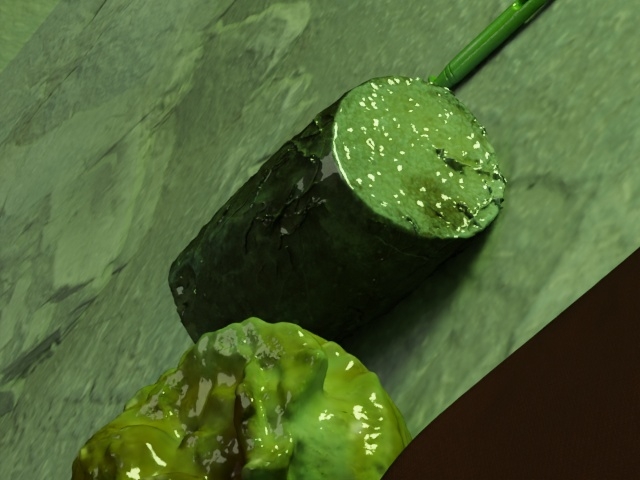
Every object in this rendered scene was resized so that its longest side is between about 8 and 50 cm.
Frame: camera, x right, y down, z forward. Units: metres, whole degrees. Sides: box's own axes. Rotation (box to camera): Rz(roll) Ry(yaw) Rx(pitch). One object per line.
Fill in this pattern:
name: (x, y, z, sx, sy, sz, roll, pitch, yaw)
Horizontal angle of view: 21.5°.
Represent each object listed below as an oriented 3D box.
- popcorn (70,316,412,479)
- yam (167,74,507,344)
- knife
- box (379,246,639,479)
popcorn: (-0.051, 0.154, 1.040, 0.221, 0.184, 0.204, -46, 33, -17)
yam: (0.000, 0.000, 1.204, 0.254, 0.154, 0.154, -38, 27, 28)
knife: (0.118, -0.139, 1.333, 0.212, 0.015, 0.054, -43, 26, 23)
box: (0.173, 0.105, 0.765, 0.404, 0.108, 0.263, -42, 25, 24)
